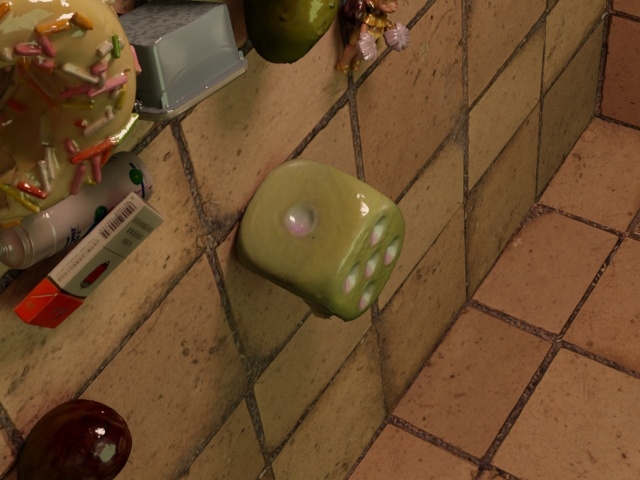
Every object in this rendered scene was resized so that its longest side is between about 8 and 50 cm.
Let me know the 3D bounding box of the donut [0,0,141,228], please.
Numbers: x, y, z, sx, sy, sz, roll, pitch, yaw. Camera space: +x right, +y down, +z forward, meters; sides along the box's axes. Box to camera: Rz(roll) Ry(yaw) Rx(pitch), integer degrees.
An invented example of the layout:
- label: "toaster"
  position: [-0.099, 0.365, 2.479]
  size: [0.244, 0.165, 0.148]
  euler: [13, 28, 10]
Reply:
- label: "donut"
  position: [-0.365, -0.187, 1.301]
  size: [0.307, 0.150, 0.371]
  euler: [-35, 145, -11]

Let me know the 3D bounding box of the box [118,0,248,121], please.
- label: "box"
  position: [-0.223, -0.258, 1.536]
  size: [0.227, 0.162, 0.130]
  euler: [-42, 135, -47]

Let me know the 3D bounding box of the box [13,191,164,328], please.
- label: "box"
  position: [-0.342, 0.033, 1.608]
  size: [0.245, 0.035, 0.139]
  euler: [-46, 172, -4]

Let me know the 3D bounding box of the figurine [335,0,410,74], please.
- label: "figurine"
  position: [0.099, -0.433, 2.113]
  size: [0.174, 0.115, 0.240]
  euler: [-32, 143, -47]

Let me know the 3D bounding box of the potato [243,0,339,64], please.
- label: "potato"
  position: [-0.041, -0.417, 1.777]
  size: [0.148, 0.186, 0.253]
  euler: [-4, 119, -45]

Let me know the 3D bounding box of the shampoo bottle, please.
- label: "shampoo bottle"
  position: [-0.374, -0.038, 1.551]
  size: [0.303, 0.092, 0.092]
  euler: [-36, 141, -48]

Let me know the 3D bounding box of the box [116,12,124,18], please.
- label: "box"
  position: [-0.298, -0.271, 1.587]
  size: [0.125, 0.027, 0.126]
  euler: [-7, 116, -64]

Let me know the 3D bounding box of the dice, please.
- label: "dice"
  position: [0.000, 0.000, 2.118]
  size: [0.254, 0.252, 0.250]
  euler: [-60, 153, -9]

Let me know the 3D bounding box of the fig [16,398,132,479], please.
- label: "fig"
  position: [-0.432, 0.373, 1.738]
  size: [0.274, 0.170, 0.145]
  euler: [-44, 114, 1]
